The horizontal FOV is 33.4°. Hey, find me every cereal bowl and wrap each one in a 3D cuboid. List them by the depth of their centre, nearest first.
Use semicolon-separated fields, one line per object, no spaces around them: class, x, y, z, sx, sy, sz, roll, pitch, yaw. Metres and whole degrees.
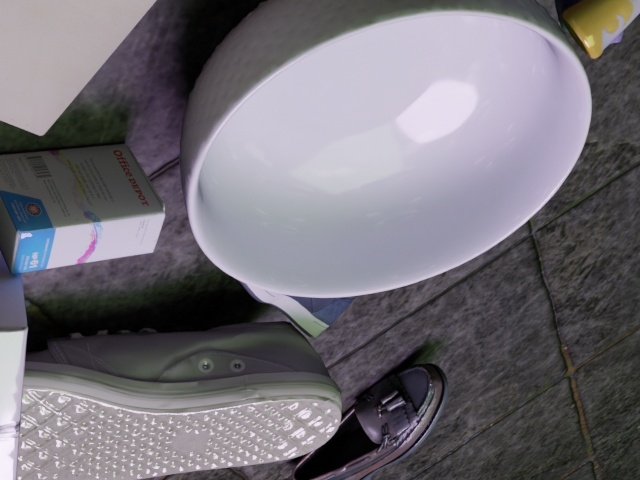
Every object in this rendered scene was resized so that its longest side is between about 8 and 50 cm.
cereal bowl;0.041;-0.103;0.887;0.338;0.141;0.339;-12;144;-9

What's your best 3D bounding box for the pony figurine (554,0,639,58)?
pony figurine;0.297;-0.309;0.774;0.363;0.303;0.351;-38;130;9

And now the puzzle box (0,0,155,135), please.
puzzle box;-0.239;-0.230;0.593;0.272;0.052;0.409;-45;145;17

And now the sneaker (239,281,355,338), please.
sneaker;-0.001;-0.001;1.059;0.163;0.086;0.226;-37;148;8

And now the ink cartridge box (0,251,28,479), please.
ink cartridge box;-0.287;0.122;0.840;0.092;0.160;0.219;2;116;-21

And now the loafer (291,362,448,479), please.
loafer;0.065;0.265;1.459;0.084;0.096;0.267;16;125;-43

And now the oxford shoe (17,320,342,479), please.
oxford shoe;-0.200;0.151;1.060;0.449;0.130;0.169;0;136;-20

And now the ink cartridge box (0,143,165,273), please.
ink cartridge box;-0.199;-0.028;0.853;0.122;0.088;0.052;-10;140;-32
